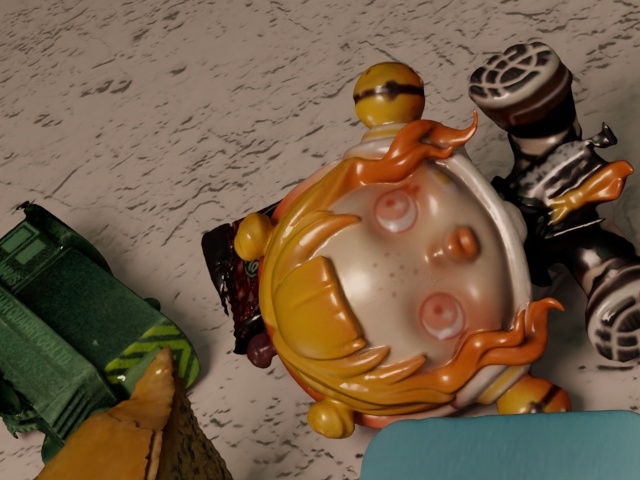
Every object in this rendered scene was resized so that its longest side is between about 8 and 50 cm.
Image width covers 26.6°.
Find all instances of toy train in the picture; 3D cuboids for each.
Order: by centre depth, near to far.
[{"bbox_3d":[-0.245,0.088,1.251,0.178,0.138,0.330,-42,42,-17],"label":"toy train"}]

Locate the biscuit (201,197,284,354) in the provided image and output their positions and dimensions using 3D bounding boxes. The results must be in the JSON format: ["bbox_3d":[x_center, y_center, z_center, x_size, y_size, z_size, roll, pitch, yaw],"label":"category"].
[{"bbox_3d":[0.002,0.004,1.233,0.235,0.063,0.151,-24,37,12],"label":"biscuit"}]

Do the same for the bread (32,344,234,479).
[{"bbox_3d":[-0.198,0.282,0.950,0.279,0.248,0.315,-17,39,14],"label":"bread"}]

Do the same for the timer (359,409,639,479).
[{"bbox_3d":[0.126,0.245,0.904,0.231,0.091,0.250,-7,51,26],"label":"timer"}]

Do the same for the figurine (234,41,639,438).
[{"bbox_3d":[0.087,0.022,1.064,0.323,0.196,0.320,-22,81,-4],"label":"figurine"}]
